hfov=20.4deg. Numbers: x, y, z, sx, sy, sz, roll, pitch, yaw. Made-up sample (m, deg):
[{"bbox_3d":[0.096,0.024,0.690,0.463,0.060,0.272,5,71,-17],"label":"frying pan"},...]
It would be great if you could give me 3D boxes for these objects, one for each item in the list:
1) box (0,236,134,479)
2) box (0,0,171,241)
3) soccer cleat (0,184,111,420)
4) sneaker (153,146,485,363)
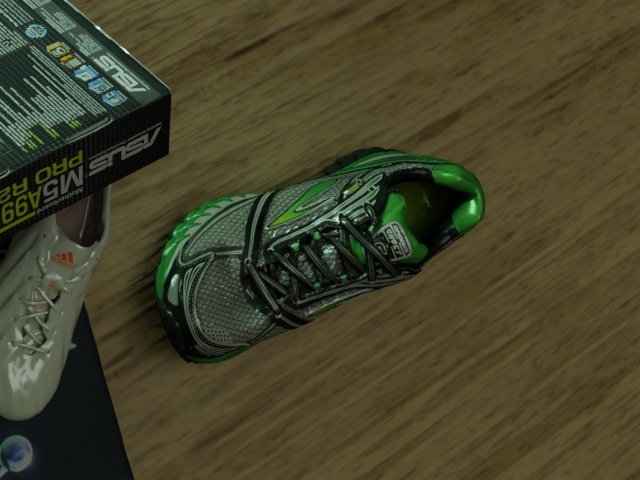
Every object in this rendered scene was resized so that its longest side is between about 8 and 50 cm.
[{"bbox_3d":[-0.326,0.139,1.284,0.293,0.212,0.395,-22,102,-35],"label":"box"},{"bbox_3d":[-0.265,-0.109,1.192,0.216,0.270,0.060,-31,147,-31],"label":"box"},{"bbox_3d":[-0.186,0.026,1.212,0.068,0.076,0.196,18,78,-35],"label":"soccer cleat"},{"bbox_3d":[0.000,0.000,1.567,0.343,0.146,0.134,-31,106,-32],"label":"sneaker"}]
